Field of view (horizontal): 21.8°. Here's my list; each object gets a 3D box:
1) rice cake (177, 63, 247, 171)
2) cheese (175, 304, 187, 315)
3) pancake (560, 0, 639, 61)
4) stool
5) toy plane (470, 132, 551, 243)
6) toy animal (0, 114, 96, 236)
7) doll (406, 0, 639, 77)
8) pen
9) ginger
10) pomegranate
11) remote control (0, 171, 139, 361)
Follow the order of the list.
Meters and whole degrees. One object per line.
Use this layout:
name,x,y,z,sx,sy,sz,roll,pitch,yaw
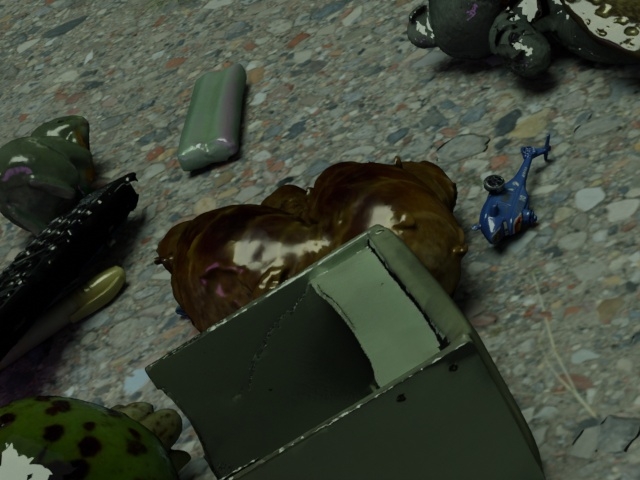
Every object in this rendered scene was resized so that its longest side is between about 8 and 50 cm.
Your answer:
rice cake,-0.140,-0.168,2.216,0.080,0.042,0.221,-21,30,16
cheese,-0.114,0.030,1.891,0.095,0.038,0.145,3,48,45
pancake,0.403,-0.299,1.856,0.288,0.033,0.286,-1,51,7
stool,0.016,0.155,1.455,0.270,0.170,0.243,-30,28,-3
toy plane,0.206,-0.051,1.743,0.062,0.054,0.167,13,45,16
toy animal,-0.360,-0.115,2.241,0.125,0.127,0.251,-22,26,17
doll,0.263,-0.303,1.967,0.340,0.158,0.246,16,64,48
pen,-0.326,0.105,1.963,0.233,0.032,0.040,-36,45,-11
ginger,-0.011,0.003,1.729,0.358,0.152,0.274,-16,32,18
pomegranate,-0.200,0.244,1.487,0.242,0.242,0.306,3,10,43
remote control,-0.337,0.049,1.968,0.145,0.062,0.399,-25,18,34
